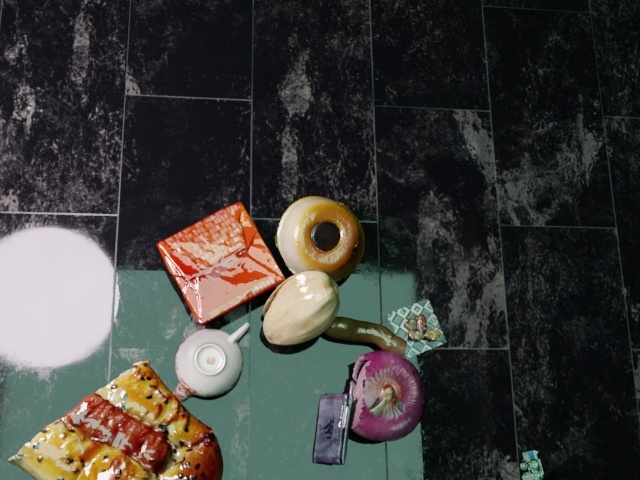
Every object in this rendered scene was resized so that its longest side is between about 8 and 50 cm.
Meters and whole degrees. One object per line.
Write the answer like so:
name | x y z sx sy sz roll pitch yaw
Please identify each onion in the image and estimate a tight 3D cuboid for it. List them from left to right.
onion | 0.163 0.372 1.921 0.200 0.200 0.207 1 46 -8

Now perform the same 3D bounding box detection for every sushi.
sushi | 0.247 0.220 2.046 0.120 0.026 0.126 -20 78 -12

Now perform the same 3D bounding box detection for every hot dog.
hot dog | -0.401 0.485 1.751 0.365 0.196 0.367 47 45 4

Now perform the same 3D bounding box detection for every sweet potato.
sweet potato | 0.080 0.222 2.006 0.281 0.059 0.067 18 63 -4

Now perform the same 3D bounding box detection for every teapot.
teapot | -0.255 0.282 1.926 0.245 0.116 0.159 -37 71 -22

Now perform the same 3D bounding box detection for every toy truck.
toy truck | 0.546 0.597 1.964 0.081 0.067 0.175 -9 72 -16

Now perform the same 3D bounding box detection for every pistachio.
pistachio | -0.048 0.162 1.928 0.229 0.157 0.157 -41 81 27

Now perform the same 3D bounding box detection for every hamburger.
hamburger | 0.003 -0.003 2.016 0.237 0.147 0.237 1 84 -15

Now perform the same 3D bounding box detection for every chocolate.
chocolate | -0.245 0.063 1.982 0.237 0.108 0.235 -29 79 -16

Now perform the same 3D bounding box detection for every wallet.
wallet | 0.030 0.446 1.913 0.030 0.111 0.166 19 69 -31
